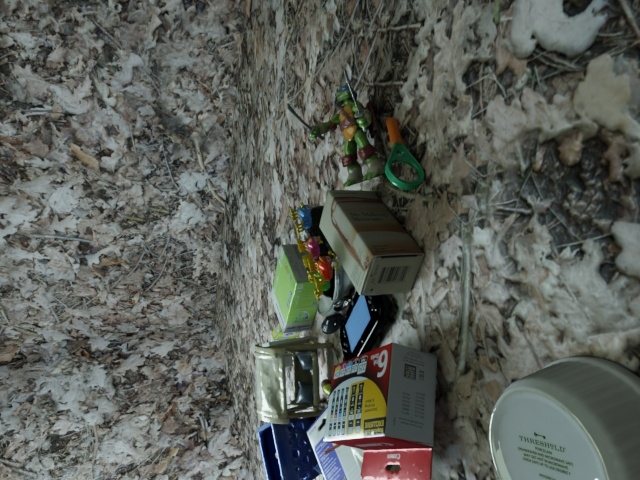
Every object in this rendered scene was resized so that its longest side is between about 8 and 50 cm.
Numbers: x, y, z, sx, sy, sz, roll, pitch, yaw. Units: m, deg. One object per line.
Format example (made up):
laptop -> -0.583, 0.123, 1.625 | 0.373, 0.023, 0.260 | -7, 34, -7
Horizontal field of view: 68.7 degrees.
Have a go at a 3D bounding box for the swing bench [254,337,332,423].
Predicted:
swing bench -> -0.096, 0.491, 1.655 | 0.165, 0.254, 0.253 | 169, 97, -67

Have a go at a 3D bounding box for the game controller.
game controller -> 0.119, 0.237, 1.359 | 0.319, 0.067, 0.166 | 110, 149, -41

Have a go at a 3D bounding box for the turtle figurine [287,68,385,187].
turtle figurine -> 0.054, -0.278, 1.249 | 0.266, 0.197, 0.274 | 71, -160, -4

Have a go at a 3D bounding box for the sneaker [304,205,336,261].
sneaker -> 0.000, 0.000, 1.578 | 0.106, 0.101, 0.267 | 72, -168, -51

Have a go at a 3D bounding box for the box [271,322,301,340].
box -> -0.133, 0.370, 1.927 | 0.179, 0.105, 0.043 | 127, 136, -58

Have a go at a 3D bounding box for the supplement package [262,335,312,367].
supplement package -> -0.124, 0.436, 1.813 | 0.105, 0.179, 0.105 | 142, 122, -63

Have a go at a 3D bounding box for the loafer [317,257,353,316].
loafer -> 0.037, 0.146, 1.484 | 0.319, 0.111, 0.112 | 114, 146, -47

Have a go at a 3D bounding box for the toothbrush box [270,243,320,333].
toothbrush box -> -0.093, 0.182, 1.790 | 0.206, 0.122, 0.283 | -117, 33, -44

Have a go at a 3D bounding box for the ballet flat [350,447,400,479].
ballet flat -> 0.182, 0.613, 1.179 | 0.400, 0.139, 0.139 | -122, 36, -56

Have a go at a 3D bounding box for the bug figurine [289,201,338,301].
bug figurine -> -0.014, 0.034, 1.329 | 0.216, 0.072, 0.279 | 85, 166, -54

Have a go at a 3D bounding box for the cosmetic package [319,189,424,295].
cosmetic package -> 0.123, -0.004, 1.219 | 0.296, 0.153, 0.129 | -122, 37, -47

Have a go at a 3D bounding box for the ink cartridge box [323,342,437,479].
ink cartridge box -> 0.134, 0.420, 1.125 | 0.309, 0.130, 0.272 | 135, 149, -55

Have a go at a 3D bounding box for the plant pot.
plant pot -> -0.086, 0.762, 1.701 | 0.236, 0.212, 0.236 | 126, 132, -56

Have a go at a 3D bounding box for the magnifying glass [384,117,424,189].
magnifying glass -> 0.192, -0.214, 1.133 | 0.026, 0.092, 0.231 | 111, 158, -50

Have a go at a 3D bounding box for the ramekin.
ramekin -> 0.369, 0.314, 0.683 | 0.273, 0.127, 0.273 | 177, 90, -68

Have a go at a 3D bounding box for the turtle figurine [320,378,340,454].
turtle figurine -> 0.057, 0.482, 1.410 | 0.270, 0.087, 0.217 | -60, 17, 6

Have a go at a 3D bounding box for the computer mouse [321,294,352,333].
computer mouse -> 0.056, 0.243, 1.493 | 0.242, 0.071, 0.041 | 112, 142, -53

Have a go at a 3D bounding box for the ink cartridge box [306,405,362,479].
ink cartridge box -> 0.084, 0.669, 1.397 | 0.176, 0.069, 0.371 | -54, 38, 14

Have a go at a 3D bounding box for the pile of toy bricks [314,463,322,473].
pile of toy bricks -> 0.075, 0.777, 1.501 | 0.212, 0.118, 0.105 | 16, 146, 56
